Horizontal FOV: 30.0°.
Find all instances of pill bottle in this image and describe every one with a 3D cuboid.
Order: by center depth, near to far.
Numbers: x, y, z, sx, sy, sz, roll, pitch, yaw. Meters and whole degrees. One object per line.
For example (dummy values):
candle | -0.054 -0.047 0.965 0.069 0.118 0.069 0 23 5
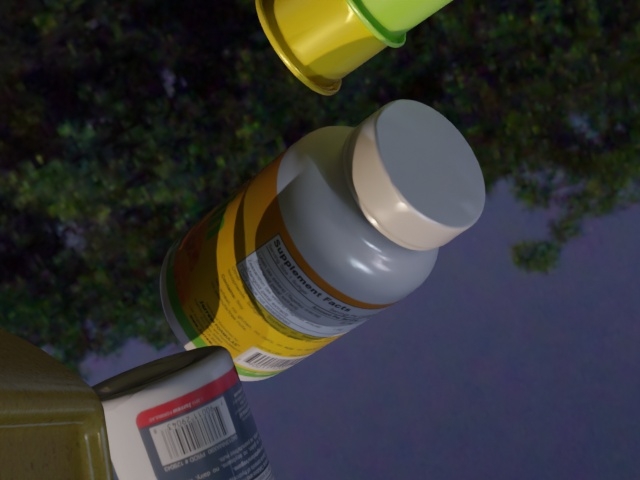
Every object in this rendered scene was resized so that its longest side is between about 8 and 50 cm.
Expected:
pill bottle | -0.078 0.166 0.739 0.108 0.180 0.108 -19 -176 1
pill bottle | 0.000 0.000 0.882 0.246 0.136 0.136 -35 -161 42

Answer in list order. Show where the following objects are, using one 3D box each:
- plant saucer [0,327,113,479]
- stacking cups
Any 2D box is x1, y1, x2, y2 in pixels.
plant saucer | -0.123 0.170 0.385 0.081 0.332 0.333 -9 172 4
stacking cups | 0.100 -0.224 0.807 0.316 0.096 0.096 -34 -153 25
